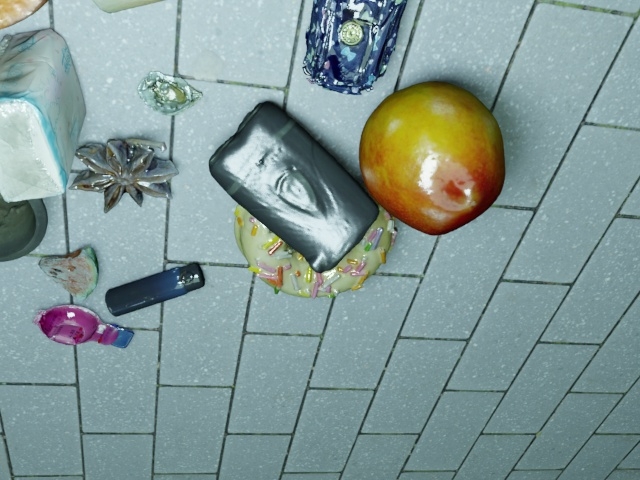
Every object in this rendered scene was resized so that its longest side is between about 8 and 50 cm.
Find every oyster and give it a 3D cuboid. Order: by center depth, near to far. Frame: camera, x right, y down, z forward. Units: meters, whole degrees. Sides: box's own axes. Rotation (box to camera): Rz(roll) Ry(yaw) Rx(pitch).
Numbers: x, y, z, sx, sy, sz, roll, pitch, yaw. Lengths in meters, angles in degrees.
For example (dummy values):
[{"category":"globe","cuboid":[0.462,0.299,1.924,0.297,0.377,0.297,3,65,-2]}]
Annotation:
[{"category":"oyster","cuboid":[-0.299,-0.291,1.295,0.098,0.037,0.100,-40,107,2]}]

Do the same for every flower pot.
[{"category":"flower pot","cuboid":[-0.668,-0.102,1.312,0.269,0.166,0.269,-3,131,-3]}]

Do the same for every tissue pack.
[{"category":"tissue pack","cuboid":[-0.503,-0.221,1.156,0.124,0.271,0.201,-4,133,-6]}]

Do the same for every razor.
[{"category":"razor","cuboid":[-0.053,-0.105,1.342,0.349,0.113,0.204,44,91,-6]}]

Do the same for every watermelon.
[{"category":"watermelon","cuboid":[-0.581,0.057,1.537,0.139,0.071,0.187,19,135,-16]}]

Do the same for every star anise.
[{"category":"star anise","cuboid":[-0.395,-0.149,1.366,0.230,0.081,0.262,29,133,-29]}]

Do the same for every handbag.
[{"category":"handbag","cuboid":[0.063,-0.390,1.204,0.162,0.113,0.260,3,124,-21]}]

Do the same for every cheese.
[{"category":"cheese","cuboid":[-0.601,0.223,1.682,0.244,0.062,0.155,19,127,-25]}]

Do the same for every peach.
[{"category":"peach","cuboid":[0.224,-0.157,1.297,0.308,0.332,0.307,-7,123,-10]}]

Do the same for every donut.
[{"category":"donut","cuboid":[-0.008,0.006,1.520,0.371,0.150,0.307,-6,133,-4]}]

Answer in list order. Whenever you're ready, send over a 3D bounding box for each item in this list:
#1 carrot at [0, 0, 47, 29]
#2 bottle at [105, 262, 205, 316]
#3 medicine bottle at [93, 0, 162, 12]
[{"category":"carrot","cuboid":[-0.559,-0.457,1.054,0.307,0.100,0.258,-19,135,5]},{"category":"bottle","cuboid":[-0.400,0.118,1.608,0.245,0.072,0.082,-18,173,6]},{"category":"medicine bottle","cuboid":[-0.162,-0.501,0.981,0.407,0.235,0.235,-13,132,3]}]
